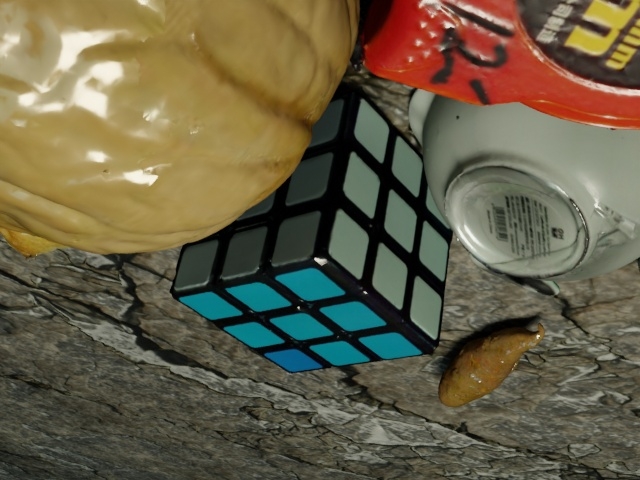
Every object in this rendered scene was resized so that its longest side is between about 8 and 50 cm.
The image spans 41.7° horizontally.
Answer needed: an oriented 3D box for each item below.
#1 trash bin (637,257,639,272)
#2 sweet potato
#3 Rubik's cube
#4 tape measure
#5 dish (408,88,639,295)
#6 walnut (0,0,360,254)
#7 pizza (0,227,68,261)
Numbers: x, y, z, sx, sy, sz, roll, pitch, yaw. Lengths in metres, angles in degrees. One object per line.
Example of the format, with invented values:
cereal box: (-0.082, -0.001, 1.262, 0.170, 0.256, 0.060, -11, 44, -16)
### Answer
trash bin: (0.313, -0.012, 0.632, 0.116, 0.059, 0.130, -7, 146, 1)
sweet potato: (0.186, 0.137, 0.938, 0.068, 0.060, 0.206, -15, 159, -28)
Rubik's cube: (0.000, 0.000, 0.691, 0.160, 0.163, 0.162, -14, 143, 37)
tape measure: (0.159, -0.161, 0.420, 0.260, 0.114, 0.253, 14, 148, -8)
dish: (0.150, -0.025, 0.606, 0.224, 0.078, 0.246, 23, 143, 19)
walnut: (-0.130, -0.140, 0.416, 0.313, 0.277, 0.252, 33, 123, -22)
pizza: (-0.246, -0.083, 0.735, 0.182, 0.074, 0.365, 15, 148, 0)
